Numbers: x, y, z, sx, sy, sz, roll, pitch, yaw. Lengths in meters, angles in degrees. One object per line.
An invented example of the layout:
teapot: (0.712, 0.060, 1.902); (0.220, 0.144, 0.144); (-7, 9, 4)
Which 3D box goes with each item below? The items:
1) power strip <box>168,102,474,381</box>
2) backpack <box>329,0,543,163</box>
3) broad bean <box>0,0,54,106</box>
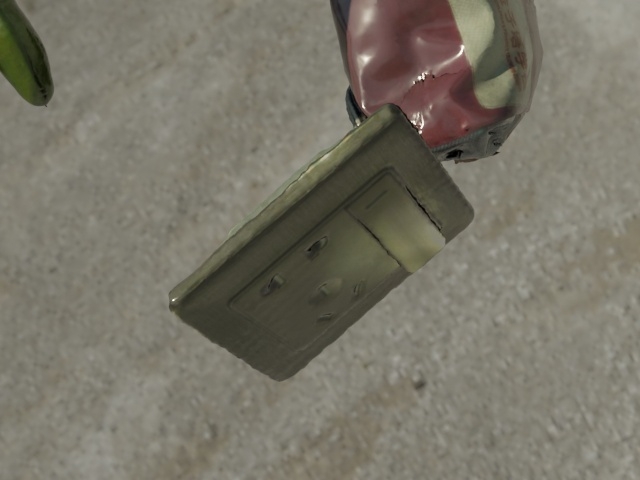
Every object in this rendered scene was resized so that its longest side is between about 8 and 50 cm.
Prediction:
power strip: (0.001, -0.002, 1.272); (0.251, 0.257, 0.092); (-35, 61, 6)
backpack: (0.122, -0.215, 1.468); (0.197, 0.283, 0.317); (-14, -1, 20)
broad bean: (-0.288, -0.221, 1.222); (0.046, 0.254, 0.065); (-33, 34, -18)
